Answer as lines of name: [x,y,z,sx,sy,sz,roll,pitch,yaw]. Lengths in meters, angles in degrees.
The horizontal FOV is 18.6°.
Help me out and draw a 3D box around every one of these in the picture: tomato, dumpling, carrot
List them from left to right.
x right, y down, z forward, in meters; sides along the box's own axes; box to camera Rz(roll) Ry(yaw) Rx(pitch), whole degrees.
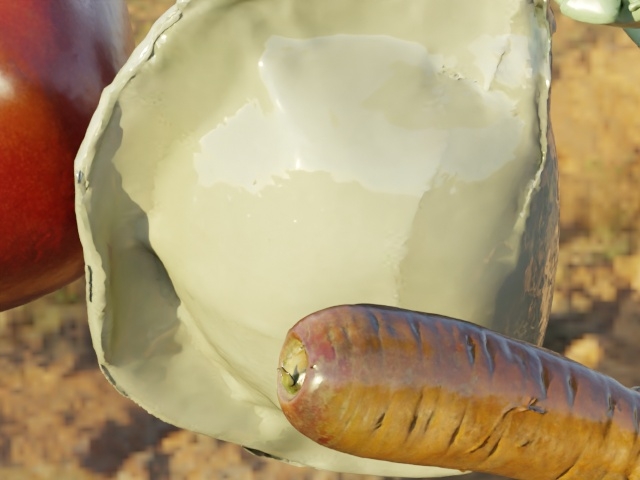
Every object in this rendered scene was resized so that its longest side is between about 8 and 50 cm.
tomato: [-0.226,-0.068,1.185,0.298,0.226,0.298,-28,28,17]
dumpling: [0.000,0.002,1.051,0.260,0.181,0.341,-5,-29,-9]
carrot: [0.094,0.071,0.748,0.248,0.059,0.059,15,4,-25]

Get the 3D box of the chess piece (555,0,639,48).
chess piece: [0.247,-0.206,1.352,0.194,0.195,0.299,5,7,29]
